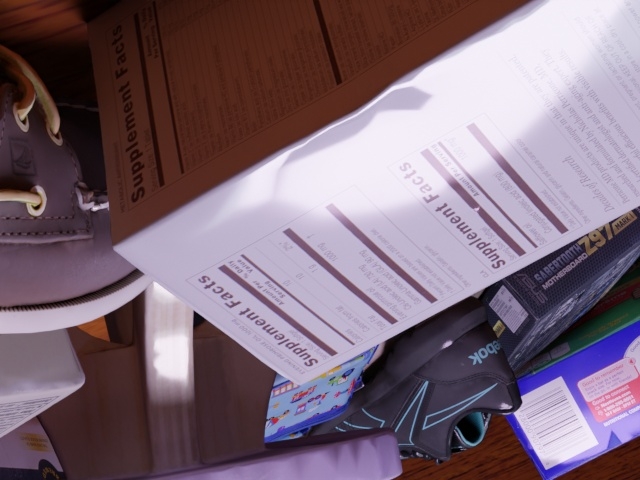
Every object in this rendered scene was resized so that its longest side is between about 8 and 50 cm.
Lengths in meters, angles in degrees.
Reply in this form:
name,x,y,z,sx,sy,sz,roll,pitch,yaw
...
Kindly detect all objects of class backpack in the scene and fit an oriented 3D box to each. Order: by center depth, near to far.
name,x,y,z,sx,sy,sz,roll,pitch,yaw
backpack,-0.051,0.100,1.102,0.158,0.117,0.173,-16,150,-32

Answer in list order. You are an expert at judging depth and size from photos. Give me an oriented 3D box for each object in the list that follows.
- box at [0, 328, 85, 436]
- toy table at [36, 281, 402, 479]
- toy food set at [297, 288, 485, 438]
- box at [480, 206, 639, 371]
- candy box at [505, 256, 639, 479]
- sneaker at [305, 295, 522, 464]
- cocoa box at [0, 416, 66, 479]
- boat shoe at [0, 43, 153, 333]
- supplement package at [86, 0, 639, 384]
name,x,y,z,sx,sy,sz,roll,pitch,yaw
box,-0.256,0.067,0.694,0.232,0.127,0.148,-31,164,26
toy table,-0.097,0.077,0.817,0.274,0.161,0.252,-6,175,-25
toy food set,0.038,0.083,1.347,0.219,0.092,0.306,-36,167,-2
box,0.217,0.048,1.365,0.183,0.059,0.233,-35,166,-22
candy box,0.322,0.105,1.576,0.268,0.122,0.317,-29,-173,9
sneaker,0.075,0.156,1.259,0.101,0.106,0.267,-28,165,-41
cocoa box,-0.326,0.264,1.070,0.231,0.228,0.347,-27,165,7
boat shoe,-0.156,-0.027,0.561,0.324,0.116,0.097,-10,130,-53
supplement package,0.043,-0.071,0.595,0.244,0.139,0.134,-29,138,19
